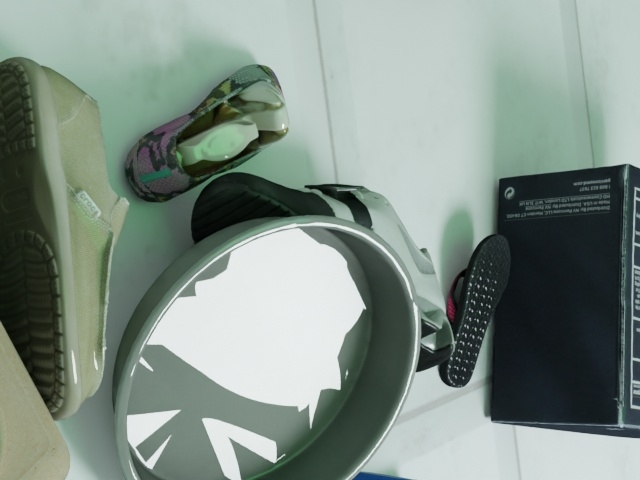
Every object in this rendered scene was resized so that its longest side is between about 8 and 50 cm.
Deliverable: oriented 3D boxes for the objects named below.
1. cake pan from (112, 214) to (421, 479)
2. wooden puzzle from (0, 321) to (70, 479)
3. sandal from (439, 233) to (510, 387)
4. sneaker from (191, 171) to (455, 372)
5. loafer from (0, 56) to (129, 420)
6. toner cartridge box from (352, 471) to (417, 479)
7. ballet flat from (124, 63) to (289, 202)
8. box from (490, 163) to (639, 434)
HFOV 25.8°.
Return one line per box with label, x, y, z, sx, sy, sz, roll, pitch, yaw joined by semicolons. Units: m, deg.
cake pan;-0.048;0.108;1.161;0.293;0.054;0.293;-16;120;-29
wooden puzzle;-0.333;0.116;0.870;0.322;0.080;0.348;-46;127;-44
sandal;0.162;0.074;1.553;0.067;0.040;0.179;26;81;-43
sneaker;0.000;0.000;1.297;0.330;0.122;0.146;36;41;-44
loafer;-0.190;-0.002;1.041;0.092;0.102;0.269;-4;89;-47
toner cartridge box;0.118;0.374;1.371;0.348;0.075;0.165;47;55;-43
ballet flat;-0.077;-0.095;1.214;0.221;0.079;0.077;-39;116;-47
box;0.352;0.085;1.673;0.296;0.182;0.294;15;74;-49
